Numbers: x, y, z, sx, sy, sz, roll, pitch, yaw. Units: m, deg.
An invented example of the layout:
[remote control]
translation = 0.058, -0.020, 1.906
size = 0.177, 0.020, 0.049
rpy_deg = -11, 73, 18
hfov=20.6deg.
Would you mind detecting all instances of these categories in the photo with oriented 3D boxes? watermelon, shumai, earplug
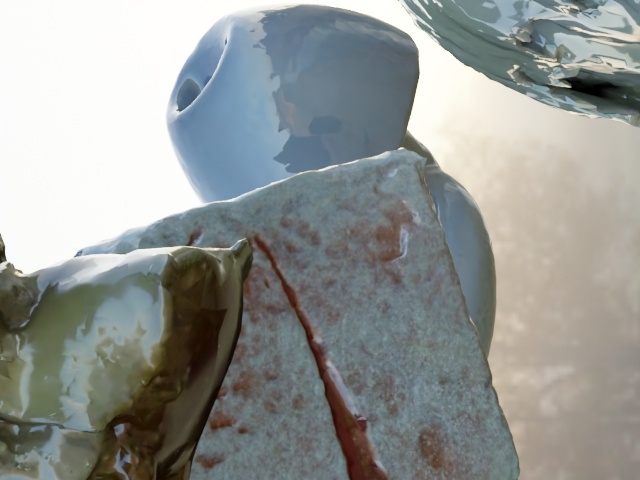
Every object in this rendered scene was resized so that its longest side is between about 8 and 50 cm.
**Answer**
[watermelon]
translation = -0.052, 0.060, 0.773
size = 0.261, 0.213, 0.201
rpy_deg = -131, 27, -58
[shumai]
translation = -0.110, 0.055, 0.517
size = 0.209, 0.153, 0.161
rpy_deg = 119, 168, -70
[earplug]
translation = 0.010, -0.004, 1.183
size = 0.214, 0.175, 0.325
rpy_deg = -8, 103, 62

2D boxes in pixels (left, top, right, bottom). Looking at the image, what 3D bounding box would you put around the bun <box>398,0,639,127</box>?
[bun]
translation = 0.150, -0.120, 0.436
size = 0.287, 0.287, 0.146
rpy_deg = 67, -179, -69
